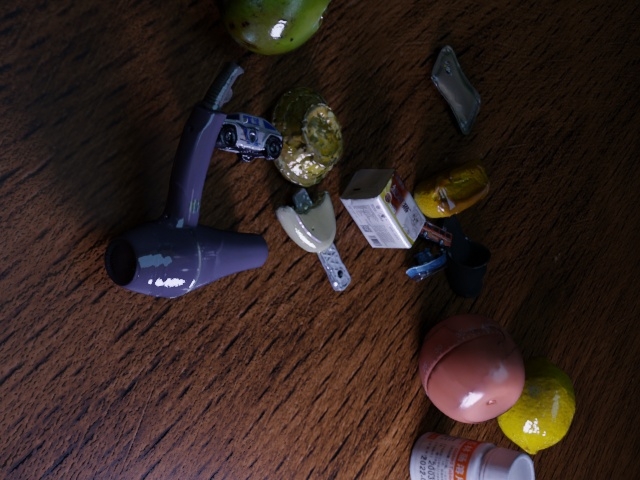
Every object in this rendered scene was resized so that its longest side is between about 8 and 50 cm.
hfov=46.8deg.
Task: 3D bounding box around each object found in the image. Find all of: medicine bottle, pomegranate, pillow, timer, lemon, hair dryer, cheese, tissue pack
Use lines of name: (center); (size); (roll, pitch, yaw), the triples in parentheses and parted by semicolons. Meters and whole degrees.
medicine bottle: (0.335, 0.514, 1.645); (0.144, 0.252, 0.144); (-3, 95, -48)
pomegranate: (-0.104, -0.394, 1.204); (0.241, 0.190, 0.159); (14, 104, -49)
pillow: (0.332, -0.366, 1.799); (0.217, 0.033, 0.130); (48, 58, -37)
timer: (0.336, 0.284, 1.656); (0.230, 0.230, 0.215); (34, 24, -43)
lemon: (0.562, 0.426, 1.939); (0.204, 0.204, 0.260); (37, 60, -42)
hair dryer: (-0.162, -0.089, 1.124); (0.301, 0.121, 0.361); (-6, 116, -56)
cheese: (-0.001, 0.000, 1.414); (0.127, 0.050, 0.235); (-47, 122, -38)
tissue pack: (0.131, -0.066, 1.520); (0.148, 0.106, 0.099); (55, 53, -33)

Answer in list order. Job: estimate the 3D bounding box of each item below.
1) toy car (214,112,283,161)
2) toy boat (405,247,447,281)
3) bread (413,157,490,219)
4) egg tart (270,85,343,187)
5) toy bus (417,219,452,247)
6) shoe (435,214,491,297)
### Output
toy car: (-0.132, -0.174, 1.243); (0.171, 0.080, 0.070); (6, 86, -48)
toy boat: (0.245, 0.049, 1.689); (0.137, 0.060, 0.061); (-20, 81, -41)
bread: (0.317, -0.124, 1.743); (0.245, 0.094, 0.102); (-25, 103, -45)
egg tart: (-0.019, -0.195, 1.379); (0.191, 0.074, 0.191); (2, 87, -47)
toy bus: (0.254, -0.017, 1.696); (0.110, 0.031, 0.043); (25, 72, -29)
shoe: (0.358, 0.042, 1.790); (0.108, 0.093, 0.241); (-50, 124, -37)
